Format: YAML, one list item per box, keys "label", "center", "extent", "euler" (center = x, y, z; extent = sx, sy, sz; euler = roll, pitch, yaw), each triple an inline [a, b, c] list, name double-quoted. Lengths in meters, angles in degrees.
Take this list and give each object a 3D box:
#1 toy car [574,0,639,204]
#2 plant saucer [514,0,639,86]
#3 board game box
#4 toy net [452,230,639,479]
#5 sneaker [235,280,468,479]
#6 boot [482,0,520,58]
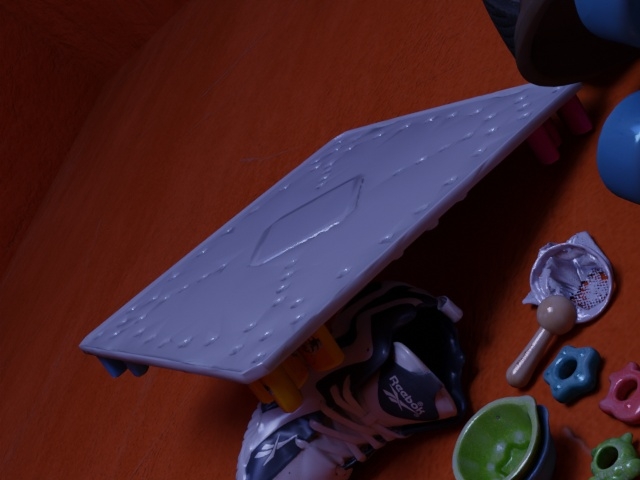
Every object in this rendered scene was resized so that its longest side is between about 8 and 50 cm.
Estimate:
- label: "toy car"
  center: [0.307, -0.110, 0.544]
  extent: [0.238, 0.210, 0.219]
  euler: [-28, 31, -19]
- label: "plant saucer"
  center: [0.245, -0.207, 0.679]
  extent: [0.278, 0.278, 0.041]
  euler: [-40, 69, 26]
- label: "board game box"
  center: [0.000, 0.000, 0.905]
  extent: [0.390, 0.050, 0.390]
  euler: [-41, 17, -25]
- label: "toy net"
  center: [0.162, 0.068, 0.661]
  extent: [0.122, 0.045, 0.232]
  euler: [-28, 33, 44]
- label: "sneaker"
  center: [0.032, 0.129, 0.749]
  extent: [0.235, 0.094, 0.153]
  euler: [-49, 13, -19]
- label: "boot"
  center: [0.250, -0.228, 0.910]
  extent: [0.161, 0.083, 0.246]
  euler: [-33, 17, 3]
